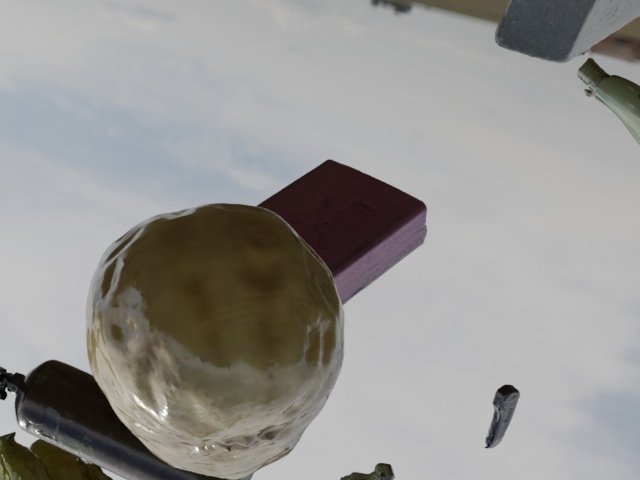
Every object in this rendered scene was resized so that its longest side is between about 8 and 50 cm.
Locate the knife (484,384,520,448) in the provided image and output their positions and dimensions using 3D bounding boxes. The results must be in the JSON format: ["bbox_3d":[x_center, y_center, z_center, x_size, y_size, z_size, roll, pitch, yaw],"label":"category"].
[{"bbox_3d":[0.218,0.217,1.639,0.031,0.121,0.018,-20,-131,-29],"label":"knife"}]

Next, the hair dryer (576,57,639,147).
[{"bbox_3d":[0.353,-0.112,1.209,0.119,0.296,0.298,-21,-110,-21],"label":"hair dryer"}]

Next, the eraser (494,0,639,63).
[{"bbox_3d":[0.325,-0.296,1.558,0.077,0.111,0.352,38,-141,17],"label":"eraser"}]

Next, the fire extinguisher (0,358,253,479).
[{"bbox_3d":[-0.189,0.166,1.196,0.267,0.072,0.089,25,-178,4],"label":"fire extinguisher"}]

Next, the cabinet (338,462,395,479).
[{"bbox_3d":[-0.004,0.473,1.811,0.318,0.227,0.290,-20,152,5],"label":"cabinet"}]

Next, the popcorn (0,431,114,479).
[{"bbox_3d":[-0.380,0.412,1.838,0.274,0.335,0.279,-4,180,18],"label":"popcorn"}]

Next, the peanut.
[{"bbox_3d":[-0.081,0.070,0.977,0.169,0.192,0.387,-24,-177,-10],"label":"peanut"}]

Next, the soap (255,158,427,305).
[{"bbox_3d":[0.000,-0.001,1.806,0.181,0.081,0.259,28,-136,30],"label":"soap"}]
